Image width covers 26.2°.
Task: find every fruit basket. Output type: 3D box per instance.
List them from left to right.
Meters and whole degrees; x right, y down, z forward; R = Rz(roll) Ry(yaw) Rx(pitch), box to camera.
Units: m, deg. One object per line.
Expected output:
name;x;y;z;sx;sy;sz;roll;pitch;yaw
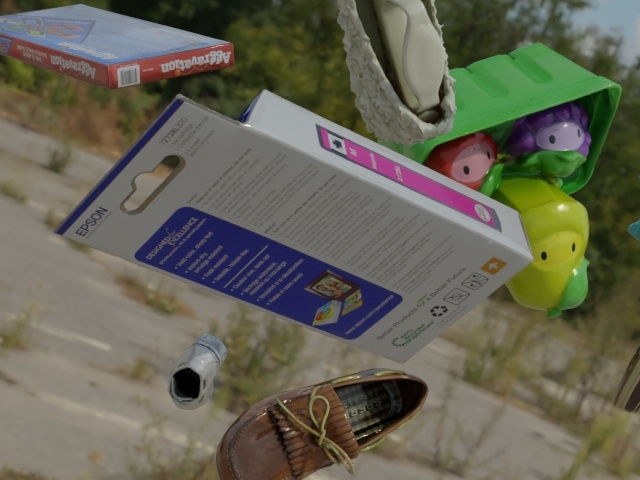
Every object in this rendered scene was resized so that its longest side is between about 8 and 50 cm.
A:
fruit basket;0.296;-0.081;2.093;0.392;0.392;0.283;23;-38;13

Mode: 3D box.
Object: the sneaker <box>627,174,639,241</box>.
sneaker;0.627;-0.117;2.457;0.110;0.275;0.107;19;-9;-5

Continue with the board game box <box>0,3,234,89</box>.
board game box;-0.229;-0.200;1.394;0.145;0.027;0.281;-16;25;-37

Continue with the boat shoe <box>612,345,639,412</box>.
boat shoe;0.588;0.147;2.130;0.123;0.342;0.123;37;9;10

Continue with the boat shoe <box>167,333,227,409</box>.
boat shoe;-0.218;0.227;2.233;0.083;0.076;0.226;34;-35;7

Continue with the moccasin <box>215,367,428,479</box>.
moccasin;0.008;0.281;2.048;0.380;0.139;0.147;-11;-5;-39

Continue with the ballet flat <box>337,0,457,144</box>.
ballet flat;0.081;-0.295;1.552;0.147;0.408;0.147;-15;22;6

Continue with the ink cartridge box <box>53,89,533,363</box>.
ink cartridge box;-0.015;-0.013;1.134;0.371;0.176;0.069;21;41;-35
